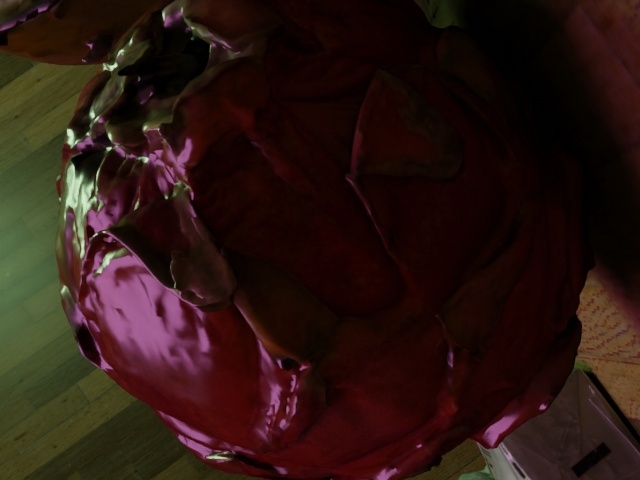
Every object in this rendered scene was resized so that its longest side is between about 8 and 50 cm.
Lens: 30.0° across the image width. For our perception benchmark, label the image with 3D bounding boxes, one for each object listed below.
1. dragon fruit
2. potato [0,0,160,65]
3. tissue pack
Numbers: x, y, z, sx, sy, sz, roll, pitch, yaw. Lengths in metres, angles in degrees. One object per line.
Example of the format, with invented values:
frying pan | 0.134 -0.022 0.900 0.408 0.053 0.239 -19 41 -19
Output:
dragon fruit | 0.000 0.000 0.646 0.342 0.277 0.277 36 -172 -33
potato | -0.203 -0.321 0.868 0.296 0.290 0.397 -26 -79 -65
tissue pack | 0.198 0.210 1.073 0.159 0.145 0.229 54 178 2
